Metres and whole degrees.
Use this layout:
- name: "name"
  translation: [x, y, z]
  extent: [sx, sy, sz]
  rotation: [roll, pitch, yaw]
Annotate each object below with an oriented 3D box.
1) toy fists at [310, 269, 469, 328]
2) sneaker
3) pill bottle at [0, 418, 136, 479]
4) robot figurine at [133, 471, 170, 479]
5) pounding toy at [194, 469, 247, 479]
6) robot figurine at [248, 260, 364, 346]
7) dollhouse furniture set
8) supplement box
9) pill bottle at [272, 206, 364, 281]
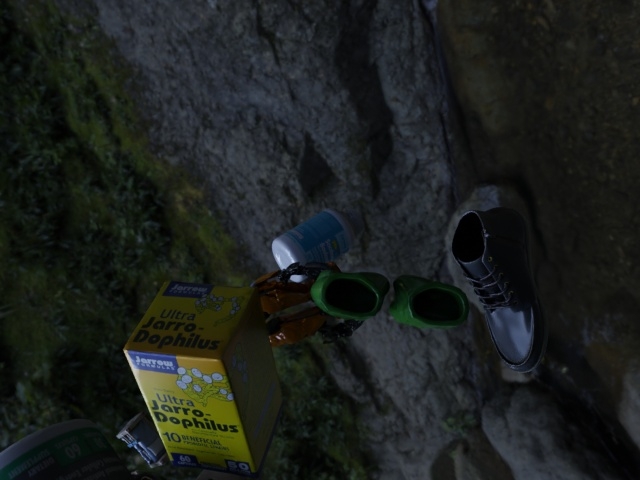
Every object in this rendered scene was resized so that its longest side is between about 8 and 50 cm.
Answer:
- name: "toy fists"
  translation: [0.121, 0.102, 1.147]
  extent: [0.142, 0.279, 0.096]
  rotation: [112, 163, -78]
- name: "sneaker"
  translation: [0.225, 0.067, 0.845]
  extent: [0.083, 0.118, 0.222]
  rotation: [-14, 81, 44]
- name: "pill bottle"
  translation: [-0.266, 0.415, 0.778]
  extent: [0.361, 0.204, 0.204]
  rotation: [46, 153, 18]
- name: "robot figurine"
  translation: [-0.314, 0.562, 1.268]
  extent: [0.278, 0.173, 0.209]
  rotation: [51, -161, -36]
- name: "pounding toy"
  translation: [-0.221, 0.575, 1.426]
  extent: [0.141, 0.100, 0.130]
  rotation: [6, 129, 40]
- name: "robot figurine"
  translation: [-0.043, 0.133, 1.383]
  extent: [0.291, 0.085, 0.211]
  rotation: [-21, 117, 31]
- name: "dollhouse furniture set"
  translation: [-0.474, 0.548, 1.626]
  extent: [0.129, 0.183, 0.129]
  rotation: [44, 145, -4]
- name: "supplement box"
  translation: [-0.212, 0.276, 1.280]
  extent: [0.195, 0.194, 0.356]
  rotation: [-69, -23, -50]
- name: "pill bottle"
  translation: [0.000, 0.000, 1.905]
  extent: [0.146, 0.264, 0.146]
  rotation: [46, 155, 29]
